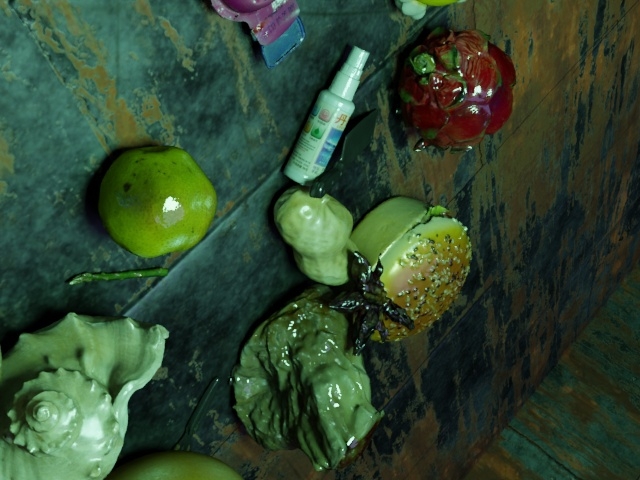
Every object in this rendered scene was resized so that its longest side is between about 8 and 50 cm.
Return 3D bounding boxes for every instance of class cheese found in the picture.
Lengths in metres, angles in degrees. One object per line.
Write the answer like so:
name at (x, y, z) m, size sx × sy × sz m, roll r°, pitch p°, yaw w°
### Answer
cheese at (-0.070, -0.313, 1.026) m, size 0.155 × 0.062 × 0.244 m, roll -46°, pitch 149°, yaw -15°

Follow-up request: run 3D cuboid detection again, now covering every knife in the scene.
knife at (0.042, -0.141, 1.325) m, size 0.245 × 0.019 × 0.072 m, roll -51°, pitch 155°, yaw -52°

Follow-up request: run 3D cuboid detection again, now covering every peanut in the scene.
peanut at (0.000, 0.000, 1.377) m, size 0.263 × 0.117 × 0.101 m, roll 69°, pitch 28°, yaw -57°

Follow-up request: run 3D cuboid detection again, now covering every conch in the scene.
conch at (-0.309, 0.183, 1.057) m, size 0.263 × 0.324 × 0.186 m, roll -43°, pitch 102°, yaw -13°

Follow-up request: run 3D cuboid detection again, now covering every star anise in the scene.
star anise at (0.077, 0.113, 1.412) m, size 0.157 × 0.053 × 0.212 m, roll -44°, pitch 124°, yaw -31°

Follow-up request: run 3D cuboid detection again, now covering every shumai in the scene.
shumai at (0.011, 0.263, 1.473) m, size 0.217 × 0.283 × 0.346 m, roll -8°, pitch 122°, yaw -47°

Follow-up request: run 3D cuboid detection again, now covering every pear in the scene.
pear at (-0.202, -0.048, 1.016) m, size 0.141 × 0.141 × 0.104 m, roll -61°, pitch 166°, yaw 8°

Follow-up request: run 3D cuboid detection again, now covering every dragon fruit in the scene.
dragon fruit at (0.228, -0.244, 1.406) m, size 0.274 × 0.193 × 0.192 m, roll 24°, pitch 72°, yaw -60°

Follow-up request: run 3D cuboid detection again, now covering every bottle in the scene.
bottle at (0.013, -0.186, 1.267) m, size 0.060 × 0.060 × 0.217 m, roll 3°, pitch 116°, yaw -56°

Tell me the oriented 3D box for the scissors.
scissors at (-0.225, 0.329, 1.468) m, size 0.088 × 0.017 × 0.220 m, roll 13°, pitch 108°, yaw -57°

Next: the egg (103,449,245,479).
egg at (-0.256, 0.482, 1.306) m, size 0.351 × 0.282 × 0.283 m, roll -33°, pitch 143°, yaw -31°

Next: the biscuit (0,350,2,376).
biscuit at (-0.421, 0.154, 0.925) m, size 0.290 × 0.141 × 0.038 m, roll -64°, pitch -170°, yaw 9°

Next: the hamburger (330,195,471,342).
hamburger at (0.161, 0.057, 1.595) m, size 0.300 × 0.176 × 0.300 m, roll -35°, pitch 145°, yaw -29°

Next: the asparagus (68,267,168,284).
asparagus at (-0.269, 0.046, 1.135) m, size 0.162 × 0.016 × 0.016 m, roll -2°, pitch 111°, yaw -52°

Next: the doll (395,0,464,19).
doll at (0.194, -0.446, 1.228) m, size 0.237 × 0.111 × 0.252 m, roll -29°, pitch 144°, yaw -12°
